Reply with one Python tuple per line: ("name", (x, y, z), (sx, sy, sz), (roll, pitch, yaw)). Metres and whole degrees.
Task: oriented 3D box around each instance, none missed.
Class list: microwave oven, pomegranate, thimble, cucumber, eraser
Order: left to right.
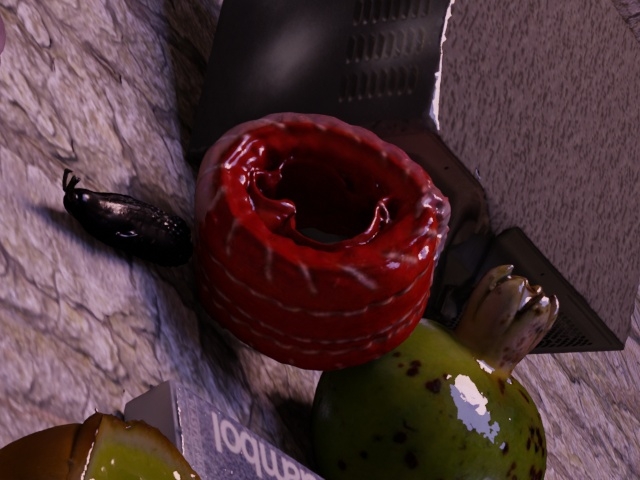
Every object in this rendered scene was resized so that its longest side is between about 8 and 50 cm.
("cucumber", (-0.138, -0.012, 1.256), (0.039, 0.043, 0.163), (43, 9, 25))
("eraser", (-0.049, 0.179, 1.213), (0.212, 0.046, 0.092), (40, 30, -44))
("thimble", (-0.007, 0.001, 1.361), (0.125, 0.189, 0.163), (93, 20, -52))
("microwave oven", (0.112, -0.109, 1.645), (0.432, 0.236, 0.374), (42, 52, -49))
("pomegranate", (0.099, 0.133, 1.437), (0.202, 0.248, 0.202), (38, 7, -6))

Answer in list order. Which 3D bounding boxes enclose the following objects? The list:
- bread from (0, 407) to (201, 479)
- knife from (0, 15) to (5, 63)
("bread", (-0.103, 0.210, 0.999), (0.236, 0.070, 0.236), (53, 22, -32))
("knife", (-0.237, -0.068, 1.051), (0.132, 0.038, 0.399), (57, 18, -31))
